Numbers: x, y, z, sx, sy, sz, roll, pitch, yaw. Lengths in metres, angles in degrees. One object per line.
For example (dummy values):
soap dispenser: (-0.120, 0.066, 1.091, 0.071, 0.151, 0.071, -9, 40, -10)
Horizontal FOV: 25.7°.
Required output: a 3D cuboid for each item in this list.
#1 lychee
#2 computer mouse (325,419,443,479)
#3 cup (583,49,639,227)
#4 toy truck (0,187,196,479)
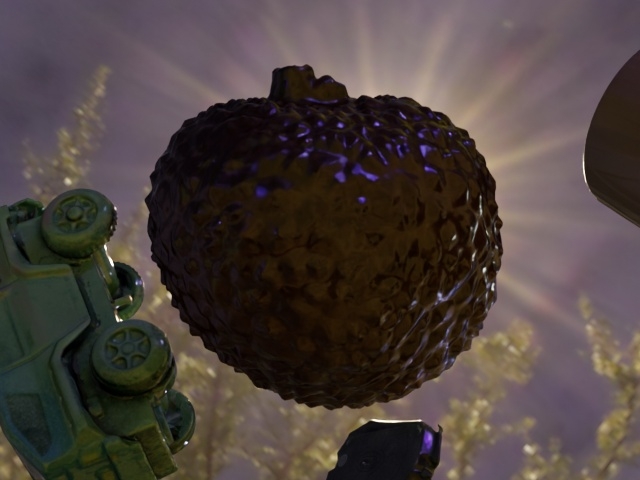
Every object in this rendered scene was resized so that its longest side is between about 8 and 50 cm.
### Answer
lychee: (0.000, 0.000, 1.030, 0.261, 0.260, 0.260, -18, -54, -27)
computer mouse: (0.087, 0.292, 1.751, 0.071, 0.231, 0.126, 38, -117, -21)
cup: (0.412, -0.086, 1.365, 0.208, 0.273, 0.288, -46, -42, -10)
toy truck: (-0.214, 0.094, 1.232, 0.156, 0.279, 0.155, -22, -33, -9)
